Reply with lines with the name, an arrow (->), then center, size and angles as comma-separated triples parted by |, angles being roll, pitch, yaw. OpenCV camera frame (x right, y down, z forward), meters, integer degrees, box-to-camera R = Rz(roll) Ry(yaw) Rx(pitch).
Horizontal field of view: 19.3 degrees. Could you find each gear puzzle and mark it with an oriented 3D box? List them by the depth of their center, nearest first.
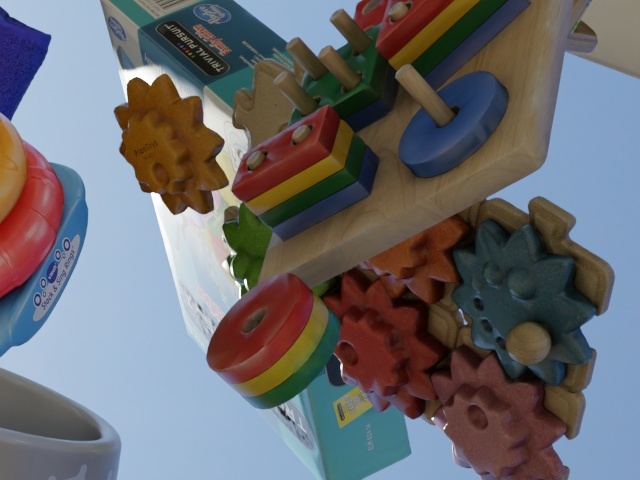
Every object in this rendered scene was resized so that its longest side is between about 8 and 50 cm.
gear puzzle -> 0.000, 0.000, 0.989 | 0.339, 0.175, 0.044 | 34, -136, 31

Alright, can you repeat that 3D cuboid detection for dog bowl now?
dog bowl -> -0.304, 0.141, 1.368 | 0.349, 0.349, 0.102 | 22, -87, 41

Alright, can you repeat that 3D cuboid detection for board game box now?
board game box -> -0.049, -0.010, 1.426 | 0.079, 0.336, 0.254 | -25, -143, -18

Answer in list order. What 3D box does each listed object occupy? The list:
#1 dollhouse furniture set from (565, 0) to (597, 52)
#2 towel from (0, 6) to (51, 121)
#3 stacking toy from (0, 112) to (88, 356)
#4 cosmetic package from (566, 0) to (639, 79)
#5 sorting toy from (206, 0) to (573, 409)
dollhouse furniture set -> 0.135, -0.254, 1.095 | 0.242, 0.161, 0.212 | 42, -67, 28
towel -> -0.402, -0.102, 1.759 | 0.228, 0.076, 0.308 | 27, -87, 35
stacking toy -> -0.252, -0.080, 1.057 | 0.166, 0.301, 0.175 | 5, -134, 18
cosmetic package -> 0.294, -0.318, 1.347 | 0.217, 0.156, 0.385 | -72, 180, -56
sorting toy -> 0.030, -0.064, 0.734 | 0.132, 0.046, 0.274 | -28, -150, 34
